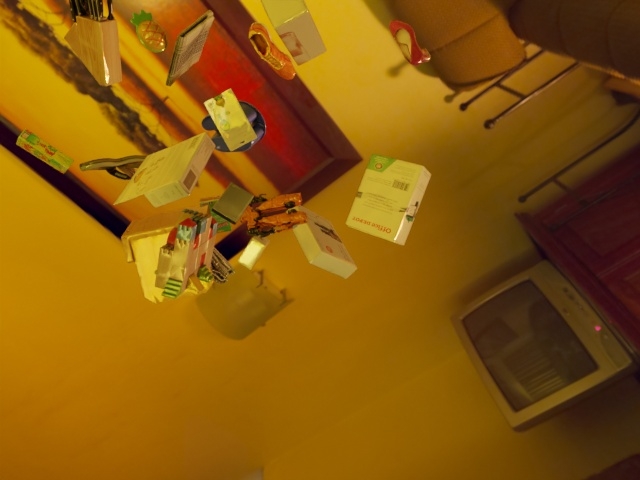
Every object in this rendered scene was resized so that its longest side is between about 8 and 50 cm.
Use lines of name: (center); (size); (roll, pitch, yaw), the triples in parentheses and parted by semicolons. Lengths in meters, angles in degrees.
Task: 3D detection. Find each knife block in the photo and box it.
knife block: (-0.735, -0.701, 1.585); (0.275, 0.242, 0.088); (55, -145, -14)

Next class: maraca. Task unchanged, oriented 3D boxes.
maraca: (-0.758, -0.927, 2.088); (0.127, 0.099, 0.185); (-41, -69, -33)

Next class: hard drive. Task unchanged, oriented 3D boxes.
hard drive: (-0.302, -0.129, 1.630); (0.094, 0.022, 0.135); (31, -126, -6)

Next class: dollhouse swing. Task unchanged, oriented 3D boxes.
dollhouse swing: (-0.631, 0.055, 2.062); (0.315, 0.347, 0.304); (-111, 9, -67)

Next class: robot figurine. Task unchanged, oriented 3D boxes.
robot figurine: (-0.214, -0.113, 2.106); (0.085, 0.291, 0.210); (94, 162, -65)

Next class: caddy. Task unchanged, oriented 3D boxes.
caddy: (-0.456, -0.608, 2.498); (0.179, 0.342, 0.241); (-60, -36, -42)

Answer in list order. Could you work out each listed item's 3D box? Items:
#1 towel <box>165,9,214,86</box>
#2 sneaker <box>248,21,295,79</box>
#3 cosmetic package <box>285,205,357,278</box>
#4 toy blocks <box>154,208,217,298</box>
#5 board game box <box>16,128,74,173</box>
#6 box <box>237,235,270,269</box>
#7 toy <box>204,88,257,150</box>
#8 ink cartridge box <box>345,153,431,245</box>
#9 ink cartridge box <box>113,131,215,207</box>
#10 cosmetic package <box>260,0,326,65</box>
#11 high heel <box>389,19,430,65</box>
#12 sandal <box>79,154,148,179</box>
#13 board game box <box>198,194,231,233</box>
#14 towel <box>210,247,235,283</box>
towel: (-0.628, -0.930, 2.288); (0.056, 0.312, 0.324); (31, -130, -9)
sneaker: (-0.133, -0.488, 1.246); (0.175, 0.064, 0.067); (42, -137, -38)
cosmetic package: (0.000, 0.000, 2.397); (0.285, 0.097, 0.377); (23, -152, -43)
toy blocks: (-0.466, 0.011, 1.681); (0.191, 0.260, 0.381); (15, -164, 3)
board game box: (-1.003, -0.322, 1.716); (0.181, 0.092, 0.043); (37, -116, -28)
box: (-0.375, 0.059, 2.655); (0.091, 0.170, 0.130); (33, -164, -3)
toy: (-0.398, -0.537, 2.100); (0.237, 0.137, 0.056); (62, -175, -19)
ink cartridge box: (0.188, -0.113, 1.314); (0.160, 0.219, 0.093); (22, -179, 31)
ink cartridge box: (-0.462, -0.201, 1.417); (0.060, 0.239, 0.275); (58, -154, -35)
cosmetic package: (-0.090, -0.756, 1.643); (0.153, 0.129, 0.296); (67, -170, 9)
high heel: (0.331, -0.796, 1.891); (0.117, 0.082, 0.244); (-23, -105, -37)
sandal: (-0.781, -0.276, 1.839); (0.303, 0.120, 0.086); (-16, -86, -45)
board game box: (-0.520, -0.124, 2.343); (0.259, 0.124, 0.039); (92, 165, -51)
towel: (-0.553, 0.061, 2.179); (0.235, 0.121, 0.283); (29, 160, 49)
